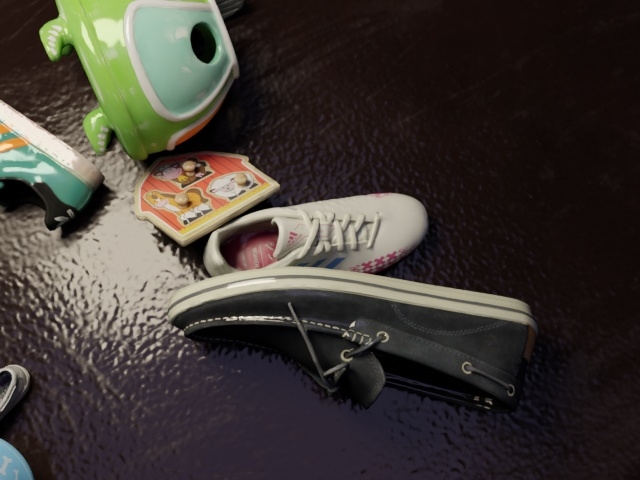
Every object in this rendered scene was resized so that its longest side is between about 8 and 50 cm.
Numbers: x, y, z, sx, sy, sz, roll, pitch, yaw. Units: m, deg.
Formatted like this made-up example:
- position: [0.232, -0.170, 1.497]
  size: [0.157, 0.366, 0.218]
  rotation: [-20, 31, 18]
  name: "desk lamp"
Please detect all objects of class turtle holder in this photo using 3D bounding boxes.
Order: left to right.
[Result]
- position: [-0.256, -0.285, 1.015]
  size: [0.227, 0.243, 0.320]
  rotation: [-23, 87, -8]
  name: "turtle holder"

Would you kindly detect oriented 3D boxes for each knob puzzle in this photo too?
- position: [-0.183, -0.085, 1.035]
  size: [0.213, 0.030, 0.213]
  rotation: [-3, 40, 3]
  name: "knob puzzle"

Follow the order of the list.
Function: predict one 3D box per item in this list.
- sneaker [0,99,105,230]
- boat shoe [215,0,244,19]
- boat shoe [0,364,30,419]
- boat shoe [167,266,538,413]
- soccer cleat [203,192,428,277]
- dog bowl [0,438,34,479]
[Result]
- position: [-0.470, -0.127, 1.043]
  size: [0.302, 0.108, 0.121]
  rotation: [31, 72, 4]
  name: "sneaker"
- position: [-0.236, -0.375, 1.128]
  size: [0.226, 0.083, 0.076]
  rotation: [-16, 78, -5]
  name: "boat shoe"
- position: [-0.467, 0.246, 0.969]
  size: [0.066, 0.063, 0.184]
  rotation: [43, 78, 8]
  name: "boat shoe"
- position: [0.044, 0.139, 0.958]
  size: [0.499, 0.187, 0.156]
  rotation: [8, 69, -5]
  name: "boat shoe"
- position: [0.000, 0.000, 1.009]
  size: [0.331, 0.143, 0.116]
  rotation: [-13, 78, -5]
  name: "soccer cleat"
- position: [-0.518, 0.318, 0.911]
  size: [0.297, 0.074, 0.166]
  rotation: [13, 101, 2]
  name: "dog bowl"
